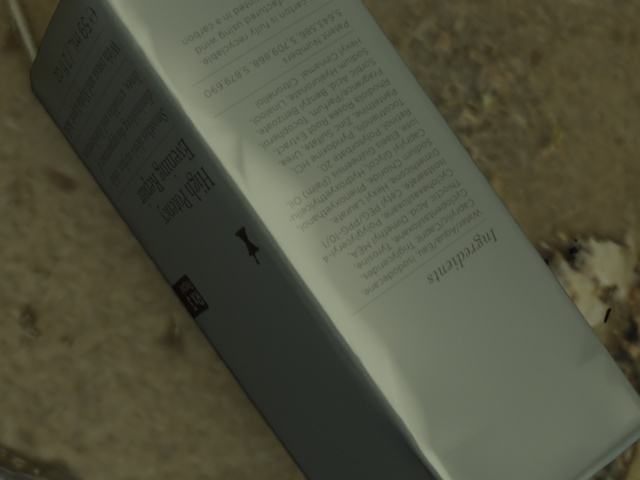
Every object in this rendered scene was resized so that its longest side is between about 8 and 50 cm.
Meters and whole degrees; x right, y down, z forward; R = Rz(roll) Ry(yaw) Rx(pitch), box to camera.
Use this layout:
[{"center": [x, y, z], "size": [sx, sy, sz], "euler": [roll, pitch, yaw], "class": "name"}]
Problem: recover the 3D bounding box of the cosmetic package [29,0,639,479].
[{"center": [0.000, 0.000, 0.534], "size": [0.085, 0.117, 0.231], "euler": [-33, 88, -23], "class": "cosmetic package"}]
